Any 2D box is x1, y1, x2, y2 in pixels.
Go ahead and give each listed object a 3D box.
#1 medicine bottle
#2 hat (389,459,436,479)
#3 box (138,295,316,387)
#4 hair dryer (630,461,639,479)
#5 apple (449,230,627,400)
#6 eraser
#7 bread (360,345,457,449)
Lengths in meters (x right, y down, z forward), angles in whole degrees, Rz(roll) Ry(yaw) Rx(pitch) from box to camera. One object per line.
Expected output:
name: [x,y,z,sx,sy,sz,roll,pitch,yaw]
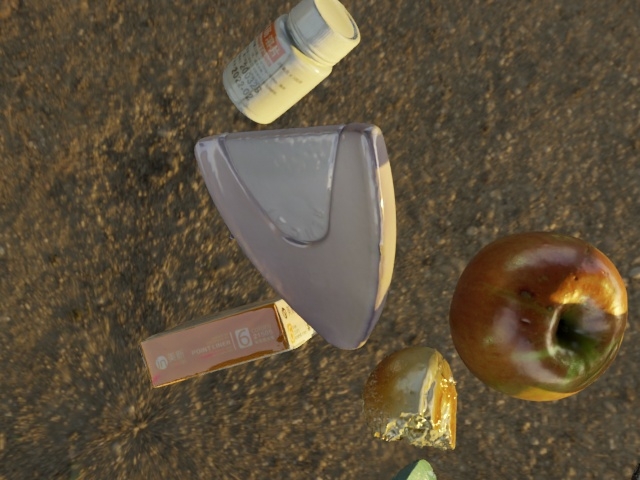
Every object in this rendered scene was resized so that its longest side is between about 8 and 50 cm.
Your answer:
medicine bottle: [-0.055,-0.342,1.437,0.144,0.252,0.144,36,37,-33]
hat: [0.114,0.374,0.988,0.191,0.078,0.138,-31,117,-34]
box: [-0.153,0.169,1.370,0.274,0.221,0.091,-17,89,18]
hair dryer: [0.552,0.446,1.265,0.196,0.075,0.219,-10,120,11]
apple: [0.242,0.084,0.879,0.196,0.196,0.195,3,76,-13]
eraser: [0.000,-0.001,0.744,0.059,0.204,0.243,-49,130,-42]
bread: [0.174,0.301,1.493,0.171,0.314,0.192,2,74,22]
